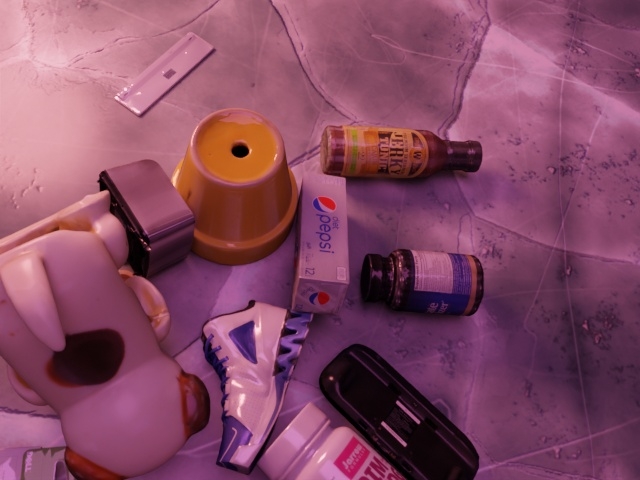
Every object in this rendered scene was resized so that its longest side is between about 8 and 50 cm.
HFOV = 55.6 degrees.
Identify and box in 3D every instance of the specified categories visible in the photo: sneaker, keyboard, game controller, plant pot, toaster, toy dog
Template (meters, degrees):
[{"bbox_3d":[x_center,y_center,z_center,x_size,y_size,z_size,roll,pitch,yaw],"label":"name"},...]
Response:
[{"bbox_3d":[-0.142,0.233,1.062,0.182,0.127,0.315,19,57,3],"label":"sneaker"},{"bbox_3d":[-0.346,-0.377,1.360,0.072,0.014,0.256,37,65,2],"label":"keyboard"},{"bbox_3d":[0.140,0.318,1.067,0.319,0.067,0.166,42,40,11],"label":"game controller"},{"bbox_3d":[-0.159,-0.112,1.144,0.254,0.239,0.254,4,66,-9],"label":"plant pot"},{"bbox_3d":[-0.317,-0.033,1.103,0.110,0.168,0.186,-28,72,-29],"label":"toaster"},{"bbox_3d":[-0.331,0.162,0.924,0.284,0.395,0.408,-34,111,-27],"label":"toy dog"}]

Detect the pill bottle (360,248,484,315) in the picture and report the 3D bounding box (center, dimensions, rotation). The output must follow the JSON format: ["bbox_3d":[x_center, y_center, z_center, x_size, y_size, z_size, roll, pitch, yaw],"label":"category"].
[{"bbox_3d":[0.194,0.080,1.181,0.219,0.123,0.123,5,65,-7],"label":"pill bottle"}]

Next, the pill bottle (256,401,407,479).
[{"bbox_3d":[0.043,0.408,0.981,0.283,0.160,0.160,41,65,9],"label":"pill bottle"}]

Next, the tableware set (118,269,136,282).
[{"bbox_3d":[-0.395,0.039,1.154,0.168,0.020,0.141,18,64,-1],"label":"tableware set"}]

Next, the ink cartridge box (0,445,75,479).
[{"bbox_3d":[-0.489,0.386,0.954,0.209,0.062,0.109,-1,65,-10],"label":"ink cartridge box"}]

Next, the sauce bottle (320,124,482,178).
[{"bbox_3d":[0.175,-0.190,1.308,0.344,0.111,0.111,-1,66,-9],"label":"sauce bottle"}]

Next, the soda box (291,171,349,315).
[{"bbox_3d":[0.000,0.000,1.152,0.091,0.098,0.286,7,45,-7],"label":"soda box"}]
